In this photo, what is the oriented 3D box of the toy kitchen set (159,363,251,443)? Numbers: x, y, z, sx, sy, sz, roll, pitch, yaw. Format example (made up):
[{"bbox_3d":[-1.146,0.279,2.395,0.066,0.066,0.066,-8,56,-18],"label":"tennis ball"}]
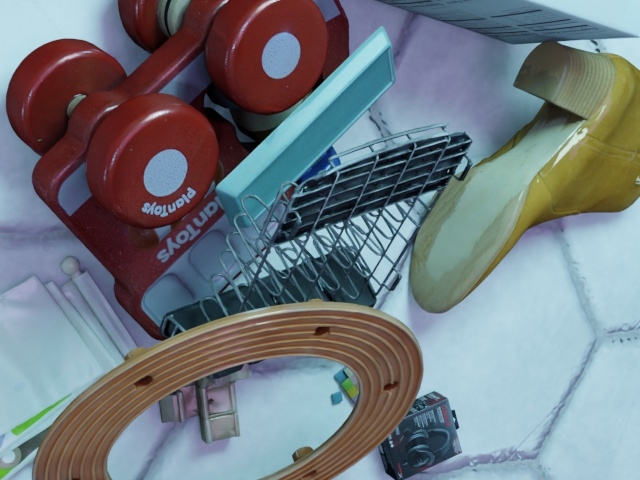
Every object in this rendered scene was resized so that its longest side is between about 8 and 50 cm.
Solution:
[{"bbox_3d":[-0.102,0.145,1.016,0.068,0.075,0.083,-9,98,-21],"label":"toy kitchen set"}]

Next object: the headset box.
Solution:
[{"bbox_3d":[0.099,0.191,1.133,0.083,0.032,0.062,-20,105,-18],"label":"headset box"}]

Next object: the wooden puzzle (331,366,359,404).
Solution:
[{"bbox_3d":[0.046,0.134,1.115,0.083,0.006,0.049,-39,111,-13],"label":"wooden puzzle"}]

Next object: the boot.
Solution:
[{"bbox_3d":[0.229,-0.043,1.122,0.211,0.104,0.295,15,109,-42],"label":"boot"}]

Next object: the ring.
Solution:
[{"bbox_3d":[-0.073,0.151,0.954,0.337,0.032,0.336,-16,144,-12],"label":"ring"}]

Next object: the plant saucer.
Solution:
[{"bbox_3d":[-0.006,-0.087,0.915,0.192,0.018,0.067,-46,157,-14],"label":"plant saucer"}]

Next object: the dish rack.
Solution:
[{"bbox_3d":[0.000,0.000,0.927,0.208,0.271,0.074,-21,63,-36],"label":"dish rack"}]

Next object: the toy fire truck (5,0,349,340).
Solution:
[{"bbox_3d":[-0.090,-0.087,0.958,0.302,0.169,0.254,-45,138,-12],"label":"toy fire truck"}]

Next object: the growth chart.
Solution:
[{"bbox_3d":[-0.266,0.123,0.972,0.237,0.021,0.172,-27,108,-17],"label":"growth chart"}]

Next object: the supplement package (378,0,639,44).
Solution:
[{"bbox_3d":[0.134,-0.298,0.982,0.263,0.198,0.199,12,93,-25],"label":"supplement package"}]
